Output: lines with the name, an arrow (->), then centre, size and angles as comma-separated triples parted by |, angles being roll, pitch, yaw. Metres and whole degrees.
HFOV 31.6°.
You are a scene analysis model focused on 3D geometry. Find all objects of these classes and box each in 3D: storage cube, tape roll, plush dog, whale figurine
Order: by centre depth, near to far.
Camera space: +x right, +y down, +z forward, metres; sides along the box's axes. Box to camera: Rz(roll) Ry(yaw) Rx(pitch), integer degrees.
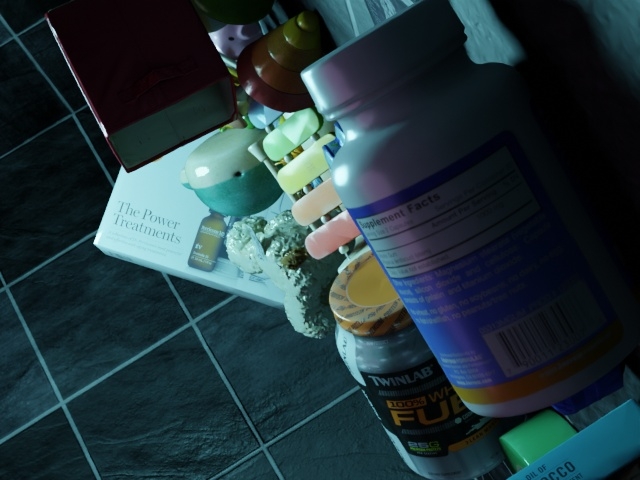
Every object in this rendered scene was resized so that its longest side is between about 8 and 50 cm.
tape roll -> 0.346, 0.367, 1.427 | 0.321, 0.077, 0.321 | 58, 176, 6
storage cube -> -0.238, -0.235, 1.544 | 0.193, 0.184, 0.215 | 61, 174, 11
plush dog -> 0.000, 0.000, 1.942 | 0.262, 0.225, 0.210 | 45, 151, 7
whale figurine -> -0.133, -0.127, 1.943 | 0.141, 0.216, 0.272 | 64, -178, -16

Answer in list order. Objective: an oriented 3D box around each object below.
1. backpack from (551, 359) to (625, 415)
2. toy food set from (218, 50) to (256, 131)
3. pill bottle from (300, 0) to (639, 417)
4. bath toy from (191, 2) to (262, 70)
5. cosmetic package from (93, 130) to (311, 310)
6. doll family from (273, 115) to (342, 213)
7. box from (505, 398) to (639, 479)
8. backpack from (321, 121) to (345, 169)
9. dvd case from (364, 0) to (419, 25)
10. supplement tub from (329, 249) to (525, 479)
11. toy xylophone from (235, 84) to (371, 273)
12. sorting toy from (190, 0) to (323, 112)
backpack -> 0.194, 0.086, 0.945 | 0.120, 0.101, 0.098 | 57, -175, -46
toy food set -> -0.144, -0.214, 1.763 | 0.128, 0.071, 0.218 | 32, 169, -5
pill bottle -> 0.102, -0.027, 0.786 | 0.272, 0.152, 0.152 | 59, 176, -8
bath toy -> -0.135, -0.340, 1.721 | 0.348, 0.129, 0.151 | 69, -147, -61
cosmetic package -> -0.191, -0.062, 2.095 | 0.377, 0.284, 0.097 | 17, 168, 6
doll family -> -0.010, -0.122, 1.787 | 0.263, 0.118, 0.163 | 58, 180, -29
box -> 0.204, 0.251, 0.999 | 0.100, 0.244, 0.060 | 61, 175, -35
backpack -> 0.054, -0.101, 1.377 | 0.105, 0.084, 0.114 | 54, 173, 21
dvd case -> 0.085, -0.160, 0.977 | 0.164, 0.018, 0.221 | 56, 177, 48
supplement tub -> 0.143, 0.165, 1.544 | 0.316, 0.193, 0.193 | 60, 176, -32
toy xylophone -> -0.010, -0.098, 1.619 | 0.322, 0.081, 0.236 | 53, 141, 7
sorting toy -> -0.091, -0.343, 1.446 | 0.365, 0.127, 0.126 | 60, 148, 17
